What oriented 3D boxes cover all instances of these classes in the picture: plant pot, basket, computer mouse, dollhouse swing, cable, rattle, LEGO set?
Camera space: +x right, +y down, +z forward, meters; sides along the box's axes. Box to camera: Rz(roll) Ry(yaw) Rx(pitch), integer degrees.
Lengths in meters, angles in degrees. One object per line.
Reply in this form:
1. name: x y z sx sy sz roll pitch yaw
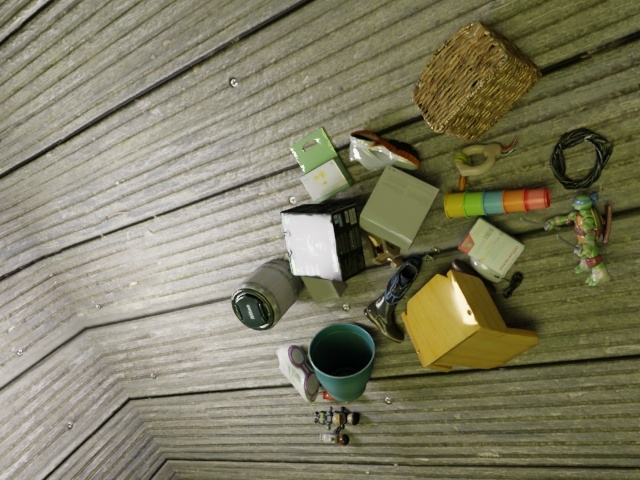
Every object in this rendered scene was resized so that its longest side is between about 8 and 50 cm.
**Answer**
1. plant pot: 0.098 0.532 2.127 0.271 0.272 0.255 12 135 21
2. basket: 0.452 -0.473 1.514 0.299 0.223 0.213 -48 56 36
3. computer mouse: 0.607 0.117 1.773 0.193 0.042 0.106 34 126 7
4. dollhouse swing: 0.550 0.298 1.849 0.347 0.304 0.315 -57 45 48
5. cable: 0.766 -0.236 1.507 0.150 0.047 0.185 25 124 13
6. rattle: 0.536 -0.238 1.610 0.199 0.130 0.143 -21 118 6
7. LEGO set: 0.402 0.058 1.856 0.054 0.023 0.083 26 124 12

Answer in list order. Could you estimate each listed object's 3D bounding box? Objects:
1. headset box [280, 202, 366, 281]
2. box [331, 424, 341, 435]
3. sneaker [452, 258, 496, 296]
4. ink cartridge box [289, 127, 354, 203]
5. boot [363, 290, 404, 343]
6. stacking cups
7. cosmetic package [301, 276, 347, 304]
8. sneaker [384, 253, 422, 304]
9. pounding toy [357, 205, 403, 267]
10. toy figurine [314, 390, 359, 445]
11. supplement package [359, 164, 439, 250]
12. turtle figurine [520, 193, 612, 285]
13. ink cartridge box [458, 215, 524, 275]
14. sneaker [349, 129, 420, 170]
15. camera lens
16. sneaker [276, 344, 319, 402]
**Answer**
1. headset box: 0.000 0.000 1.790 0.283 0.131 0.246 5 110 45
2. box: 0.071 0.937 2.443 0.018 0.083 0.067 37 125 7
3. sneaker: 0.535 0.149 1.811 0.188 0.066 0.071 40 127 4
4. ink cartridge box: -0.006 -0.272 1.872 0.171 0.056 0.235 -24 105 34
5. boot: 0.285 0.307 2.019 0.198 0.077 0.137 40 121 2
6. stacking cups: 0.564 -0.125 1.620 0.316 0.096 0.096 -3 114 33
7. cosmetic package: -0.006 0.129 2.050 0.127 0.107 0.238 -23 100 31
8. sneaker: 0.303 0.157 1.900 0.081 0.090 0.232 31 116 10
9. pounding toy: 0.195 0.013 1.856 0.155 0.154 0.269 -34 97 35
10. toy figurine: 0.079 0.807 2.296 0.148 0.209 0.213 -2 115 21
11. supplement package: 0.261 -0.106 1.703 0.194 0.149 0.203 27 79 10
12. turtle figurine: 0.765 0.010 1.550 0.198 0.274 0.266 10 131 62
13. ink cartridge box: 0.573 0.016 1.701 0.175 0.072 0.127 34 108 7
14. sneaker: 0.216 -0.285 1.739 0.262 0.099 0.121 26 132 21
15. camera lens: -0.222 0.225 2.101 0.219 0.274 0.219 11 120 21
16. sneaker: -0.106 0.619 2.369 0.152 0.114 0.305 -13 105 46
